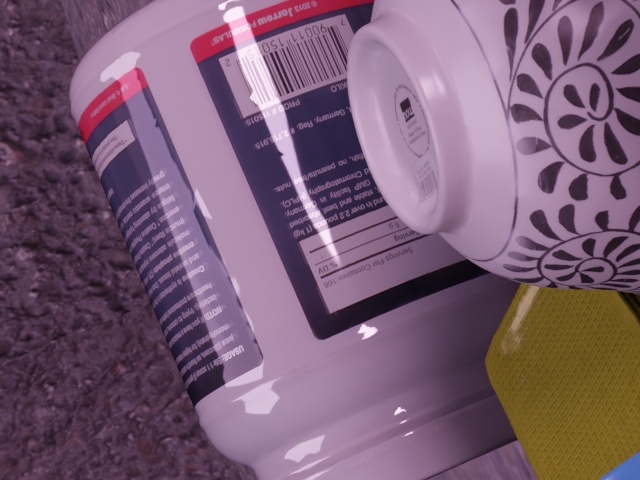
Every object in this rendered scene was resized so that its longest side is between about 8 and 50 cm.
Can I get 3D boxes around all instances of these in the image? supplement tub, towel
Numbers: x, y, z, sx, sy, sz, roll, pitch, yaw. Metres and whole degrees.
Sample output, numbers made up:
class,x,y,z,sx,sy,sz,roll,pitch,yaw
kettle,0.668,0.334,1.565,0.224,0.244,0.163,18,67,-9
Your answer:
class,x,y,z,sx,sy,sz,roll,pitch,yaw
supplement tub,0.000,0.000,1.002,0.191,0.191,0.272,119,128,-77
towel,0.117,0.093,0.697,0.237,0.021,0.102,-114,37,-45

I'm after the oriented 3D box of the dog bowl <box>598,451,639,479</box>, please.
class,x,y,z,sx,sy,sz,roll,pitch,yaw
dog bowl,0.135,0.067,0.331,0.297,0.166,0.074,-29,99,39

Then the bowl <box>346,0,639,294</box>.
class,x,y,z,sx,sy,sz,roll,pitch,yaw
bowl,0.060,-0.049,0.659,0.170,0.080,0.170,162,90,-73
